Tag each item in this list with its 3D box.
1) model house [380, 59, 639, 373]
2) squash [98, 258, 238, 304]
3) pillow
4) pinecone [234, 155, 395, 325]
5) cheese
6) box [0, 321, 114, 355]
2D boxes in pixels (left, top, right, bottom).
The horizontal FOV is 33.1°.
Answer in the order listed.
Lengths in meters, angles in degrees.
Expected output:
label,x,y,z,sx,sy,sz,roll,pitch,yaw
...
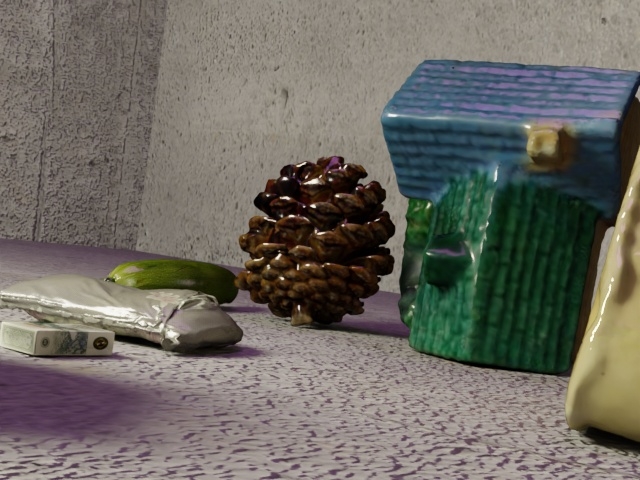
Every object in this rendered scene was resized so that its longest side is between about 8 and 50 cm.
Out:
label,x,y,z,sx,sy,sz,roll,pitch,yaw
model house,0.223,-0.036,1.388,0.335,0.382,0.343,7,-2,22
squash,-0.202,0.062,1.568,0.080,0.071,0.318,26,12,30
pillow,-0.208,0.071,1.122,0.255,0.059,0.169,8,3,22
pinecone,0.000,0.000,1.551,0.224,0.272,0.224,14,-30,8
cheese,0.291,0.042,0.913,0.104,0.383,0.384,15,3,17
box,-0.229,0.085,0.937,0.054,0.024,0.083,9,1,40
